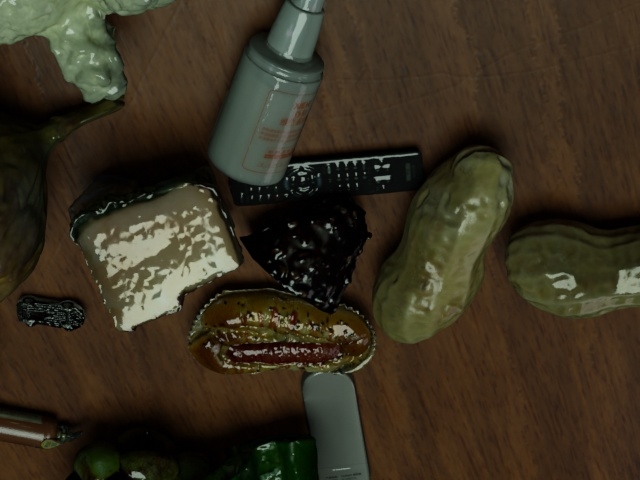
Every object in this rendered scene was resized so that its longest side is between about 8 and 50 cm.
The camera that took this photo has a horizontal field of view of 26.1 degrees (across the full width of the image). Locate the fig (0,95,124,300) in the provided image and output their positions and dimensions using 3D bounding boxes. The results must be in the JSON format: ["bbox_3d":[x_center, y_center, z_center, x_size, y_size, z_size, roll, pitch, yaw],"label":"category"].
[{"bbox_3d":[-0.390,-0.071,1.645,0.369,0.286,0.286,-31,124,-18],"label":"fig"}]

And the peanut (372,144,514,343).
[{"bbox_3d":[0.157,0.008,1.734,0.130,0.130,0.290,15,122,-11],"label":"peanut"}]

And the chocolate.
[{"bbox_3d":[0.000,0.000,1.732,0.156,0.156,0.133,39,96,-23],"label":"chocolate"}]

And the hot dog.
[{"bbox_3d":[-0.050,0.125,1.838,0.253,0.069,0.131,3,122,-5],"label":"hot dog"}]

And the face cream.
[{"bbox_3d":[-0.049,-0.191,1.615,0.101,0.101,0.251,17,121,-12],"label":"face cream"}]

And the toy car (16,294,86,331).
[{"bbox_3d":[-0.357,0.096,1.837,0.093,0.025,0.041,7,124,-2],"label":"toy car"}]

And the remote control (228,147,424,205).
[{"bbox_3d":[0.007,-0.080,1.733,0.245,0.025,0.063,-4,124,1],"label":"remote control"}]

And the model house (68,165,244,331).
[{"bbox_3d":[-0.203,-0.018,1.694,0.183,0.172,0.166,-21,116,-3],"label":"model house"}]

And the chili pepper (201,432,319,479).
[{"bbox_3d":[-0.085,0.440,1.852,0.167,0.385,0.213,-2,164,33],"label":"chili pepper"}]

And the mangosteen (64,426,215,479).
[{"bbox_3d":[-0.260,0.377,1.924,0.243,0.243,0.243,-1,123,-1],"label":"mangosteen"}]

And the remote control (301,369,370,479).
[{"bbox_3d":[0.022,0.274,1.964,0.077,0.022,0.245,-7,123,6],"label":"remote control"}]

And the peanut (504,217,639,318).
[{"bbox_3d":[0.380,0.041,1.766,0.298,0.120,0.136,2,147,-4],"label":"peanut"}]

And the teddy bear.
[{"bbox_3d":[-0.252,-0.265,1.440,0.362,0.375,0.327,4,137,13],"label":"teddy bear"}]

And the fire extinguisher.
[{"bbox_3d":[-0.421,0.259,1.926,0.177,0.050,0.062,11,146,-9],"label":"fire extinguisher"}]
